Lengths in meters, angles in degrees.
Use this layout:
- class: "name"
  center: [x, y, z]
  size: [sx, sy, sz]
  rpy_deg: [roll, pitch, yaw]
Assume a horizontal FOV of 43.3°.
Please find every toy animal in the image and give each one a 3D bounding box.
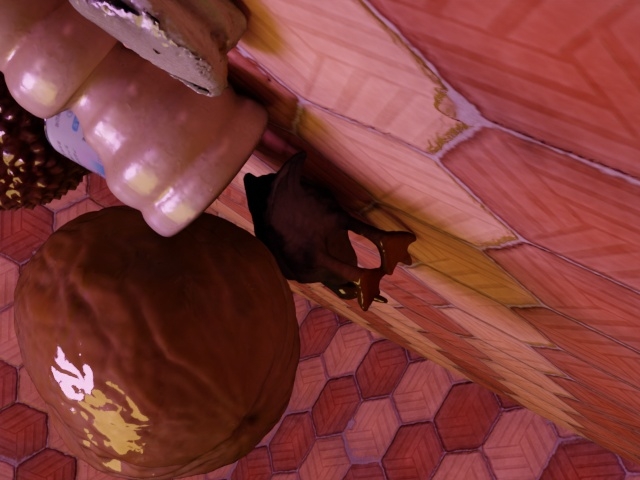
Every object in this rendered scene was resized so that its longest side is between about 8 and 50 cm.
- class: "toy animal"
  center: [0.000, 0.000, 0.966]
  size: [0.185, 0.122, 0.298]
  rpy_deg: [25, 169, 43]

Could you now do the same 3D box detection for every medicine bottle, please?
- class: "medicine bottle"
  center: [-0.221, -0.128, 0.954]
  size: [0.169, 0.135, 0.135]
  rpy_deg: [29, 173, 17]

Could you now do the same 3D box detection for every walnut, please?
- class: "walnut"
  center: [-0.179, 0.103, 0.886]
  size: [0.333, 0.332, 0.333]
  rpy_deg: [31, 173, 4]

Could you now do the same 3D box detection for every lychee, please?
- class: "lychee"
  center: [-0.423, -0.154, 1.069]
  size: [0.268, 0.267, 0.267]
  rpy_deg: [31, 173, 4]

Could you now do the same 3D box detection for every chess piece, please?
- class: "chess piece"
  center: [-0.206, -0.154, 0.732]
  size: [0.300, 0.167, 0.167]
  rpy_deg: [41, 170, -18]

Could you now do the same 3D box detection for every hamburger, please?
- class: "hamburger"
  center: [-0.119, -0.164, 0.576]
  size: [0.140, 0.062, 0.133]
  rpy_deg: [29, 174, -5]
